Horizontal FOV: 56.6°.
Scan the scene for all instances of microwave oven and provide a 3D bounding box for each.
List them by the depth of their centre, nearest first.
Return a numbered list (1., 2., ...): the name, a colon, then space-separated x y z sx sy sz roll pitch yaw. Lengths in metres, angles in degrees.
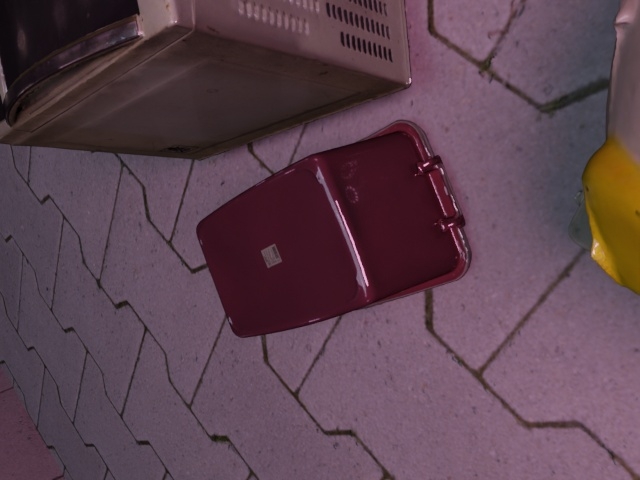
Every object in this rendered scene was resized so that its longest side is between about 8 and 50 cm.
1. microwave oven: -0.157 -0.250 0.635 0.394 0.333 0.247 -8 87 45

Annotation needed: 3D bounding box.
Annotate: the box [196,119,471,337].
1. box: 0.000 0.000 0.686 0.294 0.168 0.193 -24 85 46

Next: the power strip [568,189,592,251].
1. power strip: 0.325 0.006 0.453 0.270 0.046 0.117 38 127 31

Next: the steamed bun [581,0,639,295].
1. steamed bun: 0.303 -0.088 0.248 0.334 0.334 0.373 21 109 39
